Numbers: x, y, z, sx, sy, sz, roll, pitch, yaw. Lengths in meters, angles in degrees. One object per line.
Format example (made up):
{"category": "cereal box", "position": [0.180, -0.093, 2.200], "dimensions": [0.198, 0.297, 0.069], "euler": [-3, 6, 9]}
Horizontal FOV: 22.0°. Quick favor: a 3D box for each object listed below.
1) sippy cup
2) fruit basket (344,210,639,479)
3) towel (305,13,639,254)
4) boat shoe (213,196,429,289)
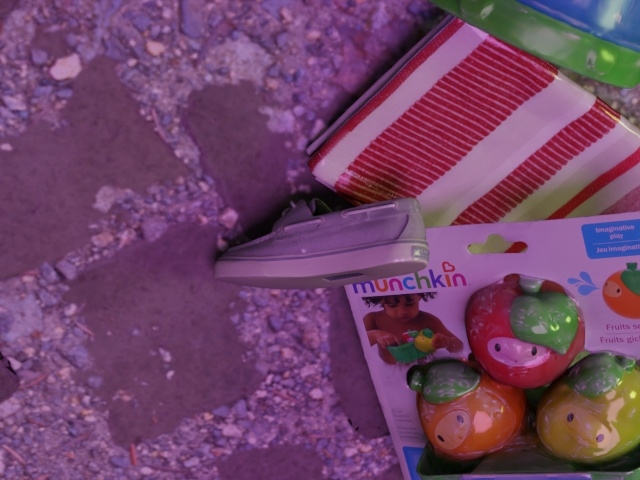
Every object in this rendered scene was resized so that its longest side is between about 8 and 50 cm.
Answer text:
{"category": "sippy cup", "position": [0.213, -0.277, 1.387], "dimensions": [0.305, 0.240, 0.224], "euler": [12, 111, -41]}
{"category": "fruit basket", "position": [0.198, 0.141, 1.624], "dimensions": [0.327, 0.165, 0.353], "euler": [-4, 125, 23]}
{"category": "towel", "position": [0.180, -0.062, 1.584], "dimensions": [0.329, 0.037, 0.237], "euler": [32, 123, -25]}
{"category": "boat shoe", "position": [0.000, 0.000, 1.588], "dimensions": [0.227, 0.081, 0.079], "euler": [-7, 165, 27]}
